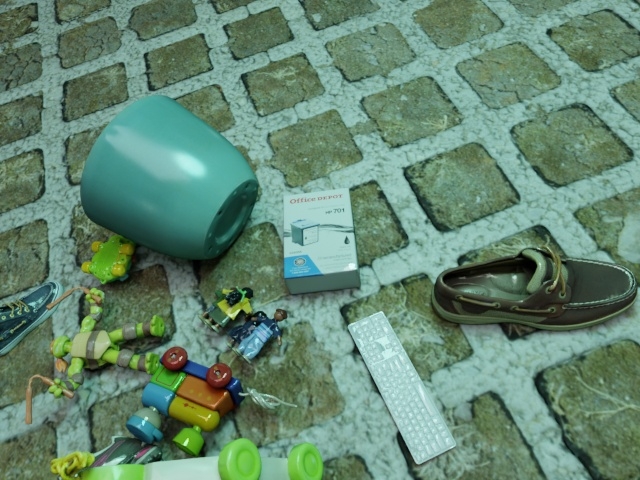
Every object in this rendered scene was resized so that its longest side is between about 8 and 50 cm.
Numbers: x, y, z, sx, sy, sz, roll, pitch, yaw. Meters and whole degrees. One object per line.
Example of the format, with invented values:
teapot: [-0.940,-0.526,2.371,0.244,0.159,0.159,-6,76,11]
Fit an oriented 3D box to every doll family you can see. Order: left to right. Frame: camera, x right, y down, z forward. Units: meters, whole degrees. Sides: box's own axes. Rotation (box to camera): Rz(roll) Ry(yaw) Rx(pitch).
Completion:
doll family: [-0.140,0.144,0.895,0.193,0.076,0.111,38,67,22]

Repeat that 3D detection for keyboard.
keyboard: [0.132,0.240,0.819,0.072,0.014,0.256,-24,58,-5]

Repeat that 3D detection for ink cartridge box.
ink cartridge box: [0.000,0.000,0.950,0.140,0.082,0.190,-7,59,5]

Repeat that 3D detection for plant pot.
plant pot: [-0.268,-0.098,0.947,0.235,0.293,0.293,30,68,10]

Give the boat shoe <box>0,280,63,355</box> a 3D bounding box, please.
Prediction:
boat shoe: [-0.609,0.145,0.966,0.065,0.083,0.183,27,67,23]

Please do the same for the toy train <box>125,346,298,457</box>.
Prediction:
toy train: [-0.179,0.283,0.778,0.248,0.105,0.143,15,49,18]

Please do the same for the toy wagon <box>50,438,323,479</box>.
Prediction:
toy wagon: [-0.175,0.320,0.627,0.267,0.344,0.068,-28,54,29]

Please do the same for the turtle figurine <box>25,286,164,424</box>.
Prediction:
turtle figurine: [-0.411,0.209,0.891,0.218,0.087,0.269,0,50,1]

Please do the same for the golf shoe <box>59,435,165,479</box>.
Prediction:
golf shoe: [-0.361,0.402,0.714,0.120,0.105,0.273,14,24,28]

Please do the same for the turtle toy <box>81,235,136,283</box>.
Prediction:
turtle toy: [-0.429,0.035,1.012,0.095,0.066,0.130,5,59,13]

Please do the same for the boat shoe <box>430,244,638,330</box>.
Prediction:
boat shoe: [0.364,0.074,0.815,0.342,0.123,0.123,-1,59,9]
